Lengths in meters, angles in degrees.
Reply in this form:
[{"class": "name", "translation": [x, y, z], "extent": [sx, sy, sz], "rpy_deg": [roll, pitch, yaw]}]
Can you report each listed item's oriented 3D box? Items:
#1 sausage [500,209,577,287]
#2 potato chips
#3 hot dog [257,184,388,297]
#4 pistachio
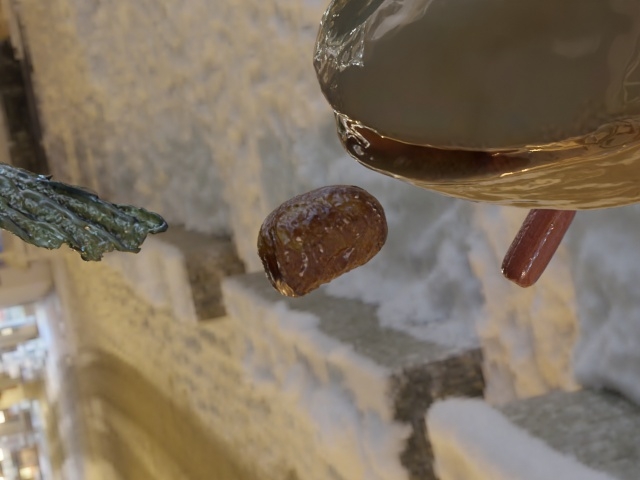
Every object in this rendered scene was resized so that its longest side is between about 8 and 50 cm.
[{"class": "sausage", "translation": [0.315, -0.006, 1.808], "extent": [0.154, 0.062, 0.062], "rpy_deg": [-61, 20, 4]}, {"class": "potato chips", "translation": [-0.211, -0.025, 0.866], "extent": [0.092, 0.207, 0.028], "rpy_deg": [-43, -31, -56]}, {"class": "hot dog", "translation": [0.000, -0.001, 1.310], "extent": [0.065, 0.147, 0.099], "rpy_deg": [2, 120, 63]}, {"class": "pistachio", "translation": [0.187, -0.175, 0.981], "extent": [0.445, 0.365, 0.281], "rpy_deg": [13, 140, 50]}]
